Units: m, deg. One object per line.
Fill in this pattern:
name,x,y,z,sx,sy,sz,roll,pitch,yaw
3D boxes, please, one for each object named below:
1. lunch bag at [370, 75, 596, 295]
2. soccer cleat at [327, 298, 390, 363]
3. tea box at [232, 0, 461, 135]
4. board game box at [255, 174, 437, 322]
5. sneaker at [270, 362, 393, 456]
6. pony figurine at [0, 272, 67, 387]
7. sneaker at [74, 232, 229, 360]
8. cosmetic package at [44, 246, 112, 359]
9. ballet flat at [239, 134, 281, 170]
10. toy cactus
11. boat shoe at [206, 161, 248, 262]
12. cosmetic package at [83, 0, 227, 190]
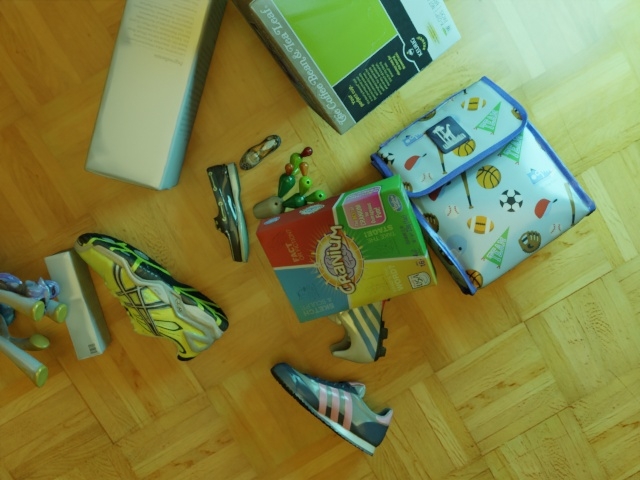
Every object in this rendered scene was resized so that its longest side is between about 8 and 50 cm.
lunch bag,0.339,-0.122,1.467,0.327,0.239,0.386,-34,82,2
soccer cleat,0.087,0.123,1.535,0.143,0.116,0.332,3,98,-4
tea box,0.044,-0.456,1.344,0.323,0.220,0.329,-39,125,1
board game box,0.057,0.025,1.411,0.316,0.064,0.242,-18,114,17
sneaker,0.030,0.365,1.584,0.319,0.112,0.131,40,77,-11
pony figurine,-0.729,0.115,1.410,0.363,0.303,0.351,17,122,8
sneaker,-0.394,0.127,1.493,0.384,0.145,0.147,38,94,-6
cosmetic package,-0.542,0.138,1.507,0.060,0.099,0.239,-15,98,1
ballet flat,-0.138,-0.200,1.516,0.114,0.041,0.041,-38,98,2
toy cactus,-0.065,-0.088,1.507,0.180,0.112,0.219,-13,87,27
boat shoe,-0.207,-0.059,1.513,0.068,0.081,0.228,-8,91,0
cosmetic package,-0.330,-0.343,1.390,0.161,0.230,0.454,16,96,-5
